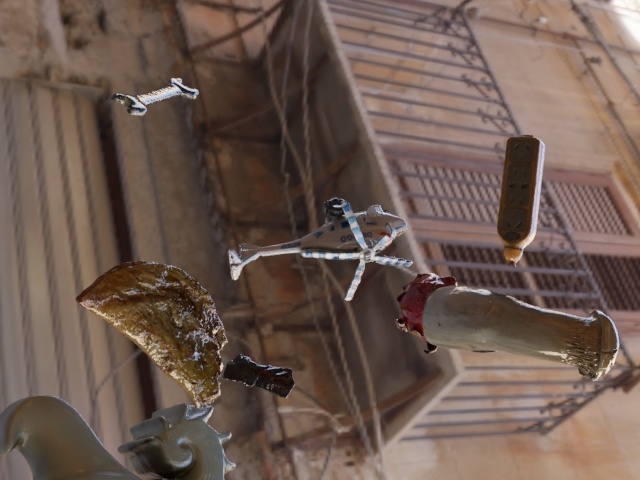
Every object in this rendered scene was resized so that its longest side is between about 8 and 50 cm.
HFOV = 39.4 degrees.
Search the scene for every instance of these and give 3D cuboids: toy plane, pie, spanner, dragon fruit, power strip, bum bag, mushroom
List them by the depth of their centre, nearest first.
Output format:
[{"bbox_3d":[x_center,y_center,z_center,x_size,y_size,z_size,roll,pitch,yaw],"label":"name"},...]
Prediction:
[{"bbox_3d":[-0.133,0.076,0.798,0.034,0.170,0.092,0,-135,49],"label":"pie"},{"bbox_3d":[0.227,0.101,1.022,0.223,0.092,0.081,7,-110,34],"label":"mushroom"},{"bbox_3d":[0.258,-0.053,1.162,0.049,0.028,0.178,5,-95,23],"label":"power strip"},{"bbox_3d":[-0.237,-0.211,1.305,0.015,0.054,0.254,-59,178,19],"label":"spanner"},{"bbox_3d":[-0.001,0.009,1.365,0.107,0.273,0.182,-106,174,-49],"label":"toy plane"},{"bbox_3d":[-0.104,0.232,1.537,0.034,0.124,0.058,98,10,-56],"label":"bum bag"},{"bbox_3d":[0.201,0.121,1.592,0.136,0.166,0.133,-44,-127,9],"label":"dragon fruit"}]

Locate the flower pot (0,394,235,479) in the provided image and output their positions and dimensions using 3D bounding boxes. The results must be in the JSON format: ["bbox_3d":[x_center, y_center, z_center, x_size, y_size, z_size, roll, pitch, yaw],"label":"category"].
[{"bbox_3d":[-0.309,0.373,1.354,0.165,0.368,0.254,-26,-119,49],"label":"flower pot"}]
